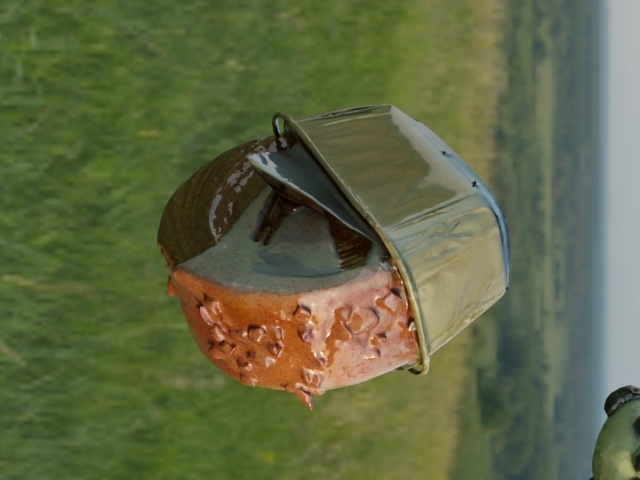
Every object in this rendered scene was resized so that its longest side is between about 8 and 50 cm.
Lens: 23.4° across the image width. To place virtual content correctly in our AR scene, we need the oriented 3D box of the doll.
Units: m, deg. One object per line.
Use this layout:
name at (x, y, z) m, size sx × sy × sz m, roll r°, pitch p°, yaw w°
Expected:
doll at (0.318, 0.184, 1.337) m, size 0.234 × 0.135 × 0.143 m, roll -19°, pitch 124°, yaw -54°

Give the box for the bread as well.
bread at (0.000, 0.000, 1.034) m, size 0.224 × 0.212 × 0.142 m, roll -129°, pitch -157°, yaw -50°
